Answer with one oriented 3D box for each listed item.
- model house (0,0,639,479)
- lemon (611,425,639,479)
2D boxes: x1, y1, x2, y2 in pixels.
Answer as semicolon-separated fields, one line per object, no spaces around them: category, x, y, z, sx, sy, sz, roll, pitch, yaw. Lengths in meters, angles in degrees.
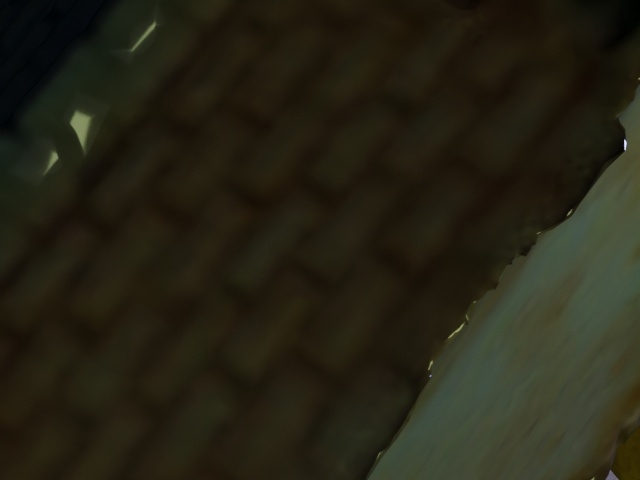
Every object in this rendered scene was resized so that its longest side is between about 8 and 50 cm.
model house;-0.041;0.000;1.018;0.395;0.400;0.445;-55;158;-4
lemon;0.367;0.131;1.788;0.253;0.228;0.228;-36;150;-25
